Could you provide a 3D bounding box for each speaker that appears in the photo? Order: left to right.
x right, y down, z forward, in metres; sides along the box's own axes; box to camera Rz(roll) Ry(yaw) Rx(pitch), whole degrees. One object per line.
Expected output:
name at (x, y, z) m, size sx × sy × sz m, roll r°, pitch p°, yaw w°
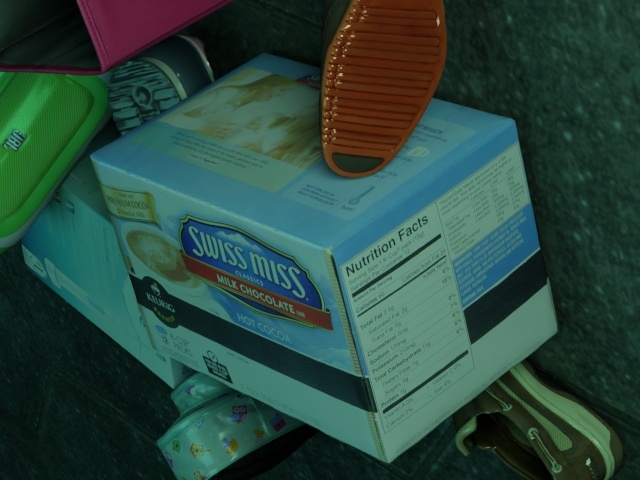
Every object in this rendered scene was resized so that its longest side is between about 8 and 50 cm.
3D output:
speaker at (-0.317, -0.124, 1.764) m, size 0.131 × 0.131 × 0.296 m, roll 46°, pitch 111°, yaw 17°

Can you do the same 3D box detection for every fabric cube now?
fabric cube at (-0.196, -0.313, 1.403) m, size 0.259 × 0.258 × 0.254 m, roll 11°, pitch 127°, yaw 52°

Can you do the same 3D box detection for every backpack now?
backpack at (-0.098, 0.207, 1.854) m, size 0.144 × 0.188 × 0.166 m, roll 54°, pitch 152°, yaw 3°

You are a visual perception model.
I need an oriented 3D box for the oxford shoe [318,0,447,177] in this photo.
oxford shoe at (0.045, -0.186, 1.284) m, size 0.098 × 0.097 × 0.271 m, roll -143°, pitch 63°, yaw -64°

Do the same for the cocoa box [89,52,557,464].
cocoa box at (0.000, 0.000, 1.453) m, size 0.347 × 0.231 × 0.228 m, roll 21°, pitch 136°, yaw 45°

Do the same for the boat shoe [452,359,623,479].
boat shoe at (0.159, 0.156, 1.516) m, size 0.257 × 0.095 × 0.095 m, roll 32°, pitch 143°, yaw 36°

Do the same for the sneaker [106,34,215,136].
sneaker at (-0.115, -0.064, 1.676) m, size 0.112 × 0.131 × 0.319 m, roll 0°, pitch 119°, yaw 26°

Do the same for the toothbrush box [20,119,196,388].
toothbrush box at (-0.231, 0.001, 1.906) m, size 0.295 × 0.126 × 0.216 m, roll 35°, pitch 144°, yaw 33°
